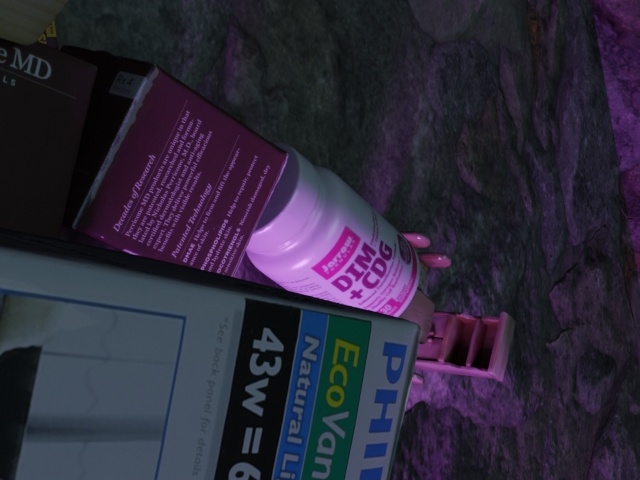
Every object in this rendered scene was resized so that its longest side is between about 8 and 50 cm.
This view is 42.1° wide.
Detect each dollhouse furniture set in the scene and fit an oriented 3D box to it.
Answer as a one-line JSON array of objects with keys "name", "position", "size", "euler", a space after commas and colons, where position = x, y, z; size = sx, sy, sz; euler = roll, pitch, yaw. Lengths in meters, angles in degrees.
[{"name": "dollhouse furniture set", "position": [0.184, 0.129, 1.336], "size": [0.242, 0.161, 0.212], "euler": [39, 61, -44]}]

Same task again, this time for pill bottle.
[{"name": "pill bottle", "position": [0.000, 0.000, 1.108], "size": [0.283, 0.160, 0.160], "euler": [38, 61, -44]}]

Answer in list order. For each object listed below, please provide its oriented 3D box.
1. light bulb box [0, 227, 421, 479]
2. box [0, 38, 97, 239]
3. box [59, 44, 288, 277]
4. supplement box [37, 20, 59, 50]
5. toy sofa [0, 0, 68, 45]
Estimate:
[{"name": "light bulb box", "position": [-0.197, 0.104, 0.474], "size": [0.361, 0.358, 0.225], "euler": [16, 85, -50]}, {"name": "box", "position": [-0.334, 0.006, 0.684], "size": [0.191, 0.143, 0.381], "euler": [17, 80, -51]}, {"name": "box", "position": [-0.179, -0.071, 0.851], "size": [0.203, 0.168, 0.167], "euler": [29, 84, -47]}, {"name": "supplement box", "position": [-0.307, -0.209, 0.816], "size": [0.083, 0.043, 0.055], "euler": [-18, 103, -51]}, {"name": "toy sofa", "position": [-0.273, -0.348, 0.633], "size": [0.150, 0.177, 0.362], "euler": [12, 49, -50]}]
